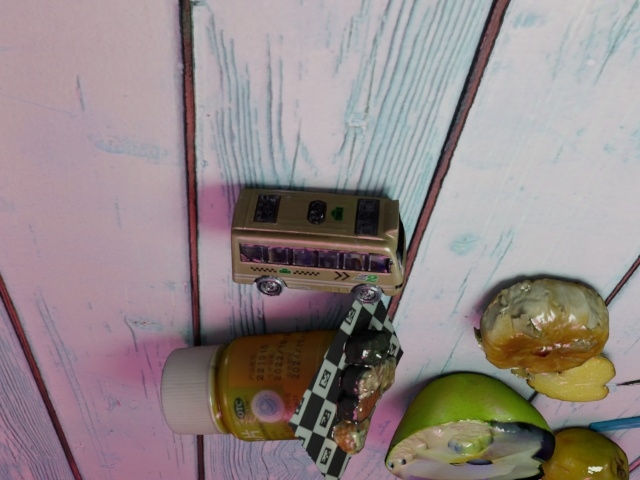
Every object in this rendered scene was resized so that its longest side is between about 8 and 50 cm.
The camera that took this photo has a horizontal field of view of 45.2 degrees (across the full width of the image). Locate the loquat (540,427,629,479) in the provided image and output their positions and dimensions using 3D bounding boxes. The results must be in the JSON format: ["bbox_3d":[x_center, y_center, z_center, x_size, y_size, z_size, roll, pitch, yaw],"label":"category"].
[{"bbox_3d":[0.635,0.572,1.912,0.213,0.214,0.246,32,146,-31],"label":"loquat"}]

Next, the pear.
[{"bbox_3d":[0.342,0.434,1.780,0.398,0.165,0.399,3,143,2],"label":"pear"}]

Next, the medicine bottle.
[{"bbox_3d":[-0.124,0.308,1.620,0.384,0.225,0.224,-5,142,14],"label":"medicine bottle"}]

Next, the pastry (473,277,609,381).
[{"bbox_3d":[0.428,0.174,1.461,0.257,0.121,0.235,28,137,-29],"label":"pastry"}]

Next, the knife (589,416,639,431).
[{"bbox_3d":[0.794,0.429,1.843,0.296,0.026,0.044,-14,136,28],"label":"knife"}]

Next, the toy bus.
[{"bbox_3d":[0.000,0.000,1.269,0.289,0.140,0.157,6,139,5],"label":"toy bus"}]

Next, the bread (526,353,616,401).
[{"bbox_3d":[0.533,0.277,1.644,0.187,0.065,0.150,8,133,1],"label":"bread"}]

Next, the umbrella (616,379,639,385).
[{"bbox_3d":[0.720,0.313,1.705,0.122,0.013,0.022,-11,162,18],"label":"umbrella"}]

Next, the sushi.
[{"bbox_3d":[0.090,0.284,1.472,0.068,0.339,0.320,15,148,29],"label":"sushi"}]
